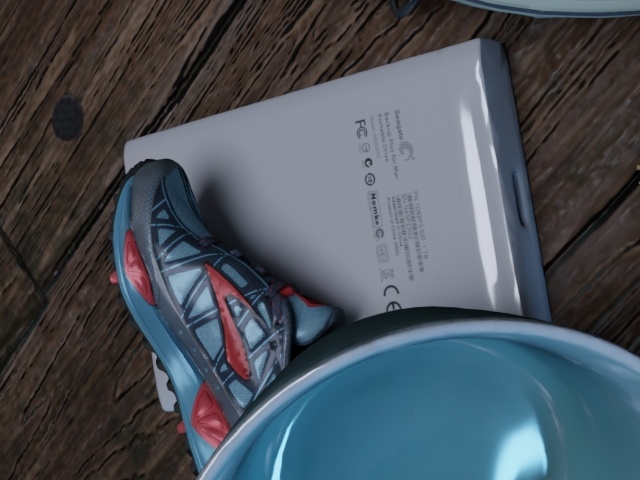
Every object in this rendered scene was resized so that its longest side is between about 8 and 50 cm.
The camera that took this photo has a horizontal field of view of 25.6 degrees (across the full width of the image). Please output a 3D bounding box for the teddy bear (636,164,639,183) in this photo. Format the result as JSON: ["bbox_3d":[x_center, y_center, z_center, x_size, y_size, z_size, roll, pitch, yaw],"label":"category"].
[{"bbox_3d":[0.293,0.031,0.711,0.245,0.113,0.338,-51,56,19],"label":"teddy bear"}]

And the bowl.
[{"bbox_3d":[0.066,0.160,0.790,0.311,0.163,0.311,-2,109,-5],"label":"bowl"}]

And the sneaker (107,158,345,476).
[{"bbox_3d":[-0.042,0.055,0.920,0.125,0.104,0.262,-27,82,20],"label":"sneaker"}]

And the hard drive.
[{"bbox_3d":[0.000,0.000,0.955,0.307,0.040,0.203,-12,85,37],"label":"hard drive"}]

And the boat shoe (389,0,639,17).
[{"bbox_3d":[0.041,-0.235,0.851,0.500,0.156,0.187,12,94,24],"label":"boat shoe"}]
